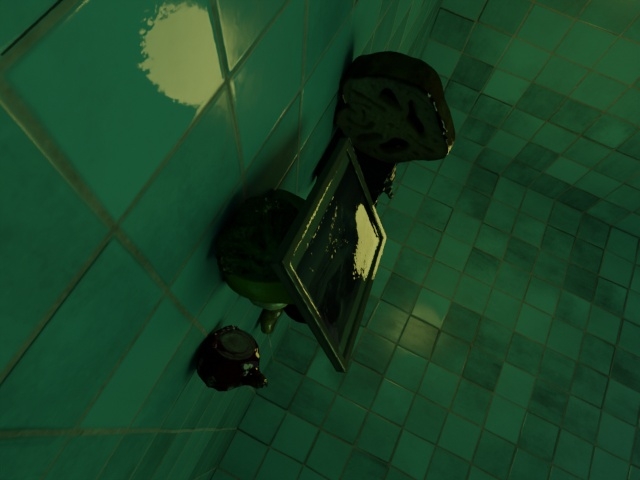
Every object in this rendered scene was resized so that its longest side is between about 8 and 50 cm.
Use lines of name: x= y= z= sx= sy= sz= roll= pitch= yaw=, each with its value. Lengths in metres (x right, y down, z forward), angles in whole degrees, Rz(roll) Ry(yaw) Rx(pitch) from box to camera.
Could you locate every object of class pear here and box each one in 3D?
pear: x=-0.068 y=0.043 z=1.084 sx=0.159 sy=0.292 sz=0.292 roll=91 pitch=24 yaw=-54

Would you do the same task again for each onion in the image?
onion: x=-0.225 y=0.335 z=1.173 sx=0.173 sy=0.198 sz=0.135 roll=-25 pitch=151 yaw=-51

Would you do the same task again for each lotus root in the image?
lotus root: x=0.219 y=-0.361 z=1.308 sx=0.111 sy=0.374 sz=0.390 roll=-57 pitch=-177 yaw=-22

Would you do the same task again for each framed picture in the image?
framed picture: x=0.051 y=0.016 z=1.011 sx=0.326 sy=0.028 sz=0.446 roll=63 pitch=35 yaw=-33

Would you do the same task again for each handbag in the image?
handbag: x=0.159 y=-0.272 z=1.538 sx=0.326 sy=0.269 sz=0.118 roll=-62 pitch=175 yaw=-13

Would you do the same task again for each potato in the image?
potato: x=-0.202 y=0.309 z=1.809 sx=0.138 sy=0.070 sz=0.091 roll=-63 pitch=175 yaw=4

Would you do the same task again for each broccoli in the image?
broccoli: x=-0.120 y=-0.003 z=0.908 sx=0.156 sy=0.195 sz=0.195 roll=61 pitch=-40 yaw=43

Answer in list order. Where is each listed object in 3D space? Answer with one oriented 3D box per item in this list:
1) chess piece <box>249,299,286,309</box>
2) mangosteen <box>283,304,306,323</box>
chess piece: x=-0.128 y=0.065 z=1.284 sx=0.133 sy=0.133 sz=0.243 roll=-53 pitch=160 yaw=-61
mangosteen: x=-0.030 y=0.220 z=1.856 sx=0.233 sy=0.287 sz=0.288 roll=-74 pitch=-177 yaw=-47
